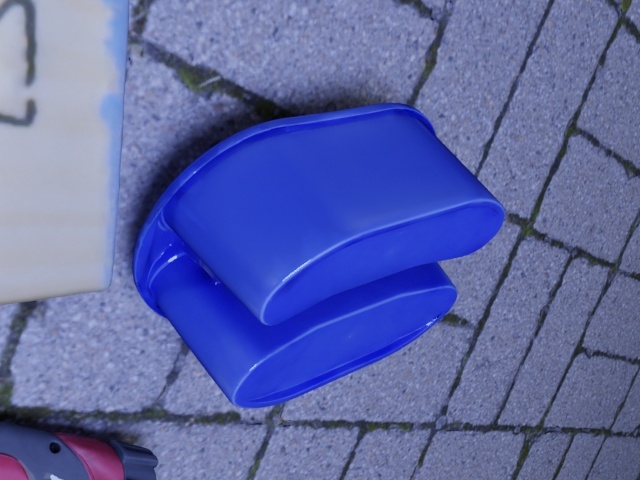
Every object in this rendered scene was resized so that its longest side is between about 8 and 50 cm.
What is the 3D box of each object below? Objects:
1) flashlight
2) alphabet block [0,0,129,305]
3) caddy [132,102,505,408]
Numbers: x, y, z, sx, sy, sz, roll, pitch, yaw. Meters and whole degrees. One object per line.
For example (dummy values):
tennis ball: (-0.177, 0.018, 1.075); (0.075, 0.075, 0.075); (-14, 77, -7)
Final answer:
flashlight: (-0.271, 0.192, 0.540); (0.304, 0.103, 0.103); (29, 92, -46)
alphabet block: (-0.240, -0.075, 0.377); (0.197, 0.193, 0.192); (-6, 112, -39)
caddy: (0.000, 0.000, 0.639); (0.341, 0.179, 0.241); (-16, 143, -36)
